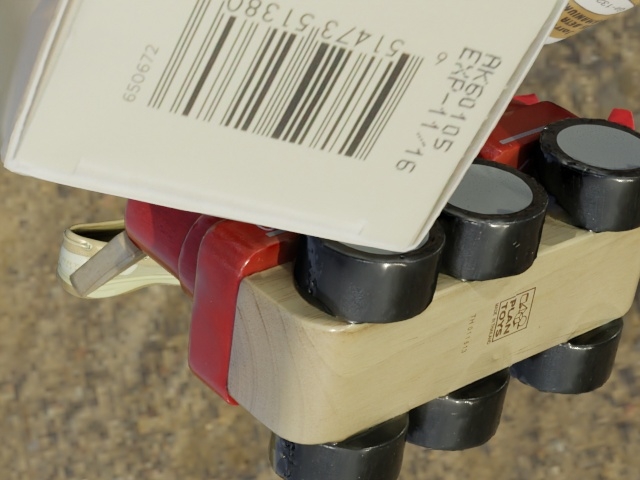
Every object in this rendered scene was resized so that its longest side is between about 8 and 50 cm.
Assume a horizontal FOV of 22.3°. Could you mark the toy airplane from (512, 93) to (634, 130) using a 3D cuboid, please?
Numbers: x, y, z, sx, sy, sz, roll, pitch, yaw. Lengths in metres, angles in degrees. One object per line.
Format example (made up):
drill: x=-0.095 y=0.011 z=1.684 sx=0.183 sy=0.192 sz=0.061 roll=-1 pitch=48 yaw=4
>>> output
toy airplane: x=0.195 y=-0.079 z=1.301 sx=0.151 sy=0.151 sz=0.028 roll=45 pitch=143 yaw=38

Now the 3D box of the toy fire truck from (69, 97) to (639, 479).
toy fire truck: x=0.000 y=0.000 z=0.762 sx=0.246 sy=0.217 sz=0.158 roll=35 pitch=130 yaw=37

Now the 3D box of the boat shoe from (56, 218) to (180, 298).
boat shoe: x=-0.111 y=-0.001 z=1.138 sx=0.056 sy=0.153 sz=0.048 roll=51 pitch=140 yaw=41

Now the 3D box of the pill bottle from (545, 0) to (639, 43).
pill bottle: x=0.204 y=-0.243 z=1.403 sx=0.229 sy=0.131 sz=0.131 roll=-22 pitch=78 yaw=41

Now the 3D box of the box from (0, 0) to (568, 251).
box: x=-0.042 y=-0.150 z=0.567 sx=0.121 sy=0.148 sz=0.311 roll=-61 pitch=30 yaw=32
